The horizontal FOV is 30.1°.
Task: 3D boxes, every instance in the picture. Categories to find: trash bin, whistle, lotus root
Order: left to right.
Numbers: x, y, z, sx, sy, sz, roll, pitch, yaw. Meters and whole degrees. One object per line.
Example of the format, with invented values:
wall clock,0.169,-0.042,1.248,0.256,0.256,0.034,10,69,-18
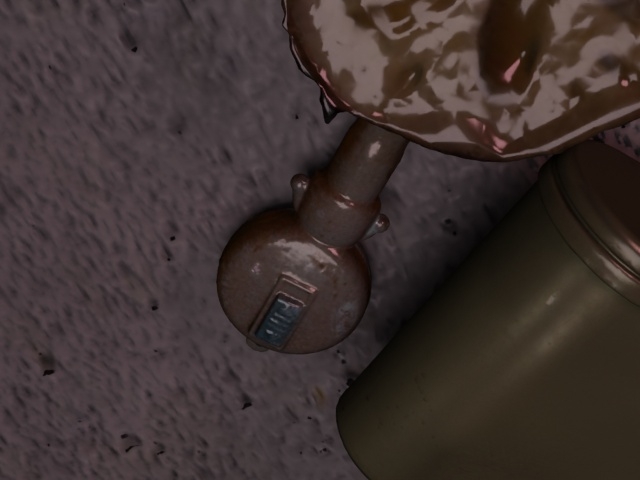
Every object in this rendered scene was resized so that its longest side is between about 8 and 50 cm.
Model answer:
whistle,0.000,0.000,0.796,0.107,0.057,0.220,27,121,-7
lotus root,0.104,-0.237,0.626,0.375,0.111,0.390,-14,112,15
trash bin,0.171,0.083,0.766,0.243,0.121,0.247,24,125,-24
